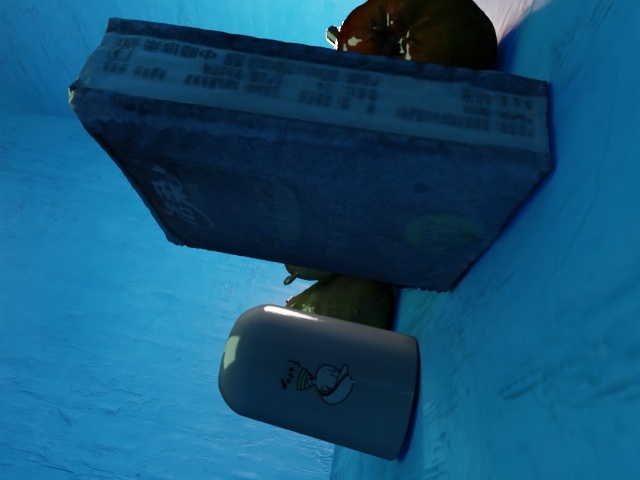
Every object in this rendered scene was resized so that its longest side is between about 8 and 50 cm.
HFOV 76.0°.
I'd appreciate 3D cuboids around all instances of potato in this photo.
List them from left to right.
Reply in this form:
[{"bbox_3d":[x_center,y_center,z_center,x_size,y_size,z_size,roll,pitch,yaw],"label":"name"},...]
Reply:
[{"bbox_3d":[0.074,0.180,1.044,0.237,0.301,0.288,-49,34,29],"label":"potato"}]

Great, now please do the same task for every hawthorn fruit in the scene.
[{"bbox_3d":[0.136,-0.249,0.594,0.299,0.211,0.211,-46,-33,-67],"label":"hawthorn fruit"}]

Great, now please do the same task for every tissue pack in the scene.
[{"bbox_3d":[-0.010,-0.068,0.460,0.288,0.394,0.124,95,-173,-63],"label":"tissue pack"}]

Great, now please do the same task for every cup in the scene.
[{"bbox_3d":[-0.005,0.234,0.713,0.205,0.312,0.205,12,-90,-85],"label":"cup"}]

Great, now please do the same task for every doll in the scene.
[{"bbox_3d":[0.000,0.000,1.098,0.235,0.174,0.330,-40,9,18],"label":"doll"}]

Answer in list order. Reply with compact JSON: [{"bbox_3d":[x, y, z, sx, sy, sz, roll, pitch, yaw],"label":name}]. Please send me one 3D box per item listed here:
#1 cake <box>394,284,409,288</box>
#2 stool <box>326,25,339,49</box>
[{"bbox_3d":[0.147,0.023,0.764,0.295,0.113,0.115,57,-135,-76],"label":"cake"},{"bbox_3d":[0.114,-0.566,1.356,0.178,0.272,0.272,50,142,45],"label":"stool"}]
